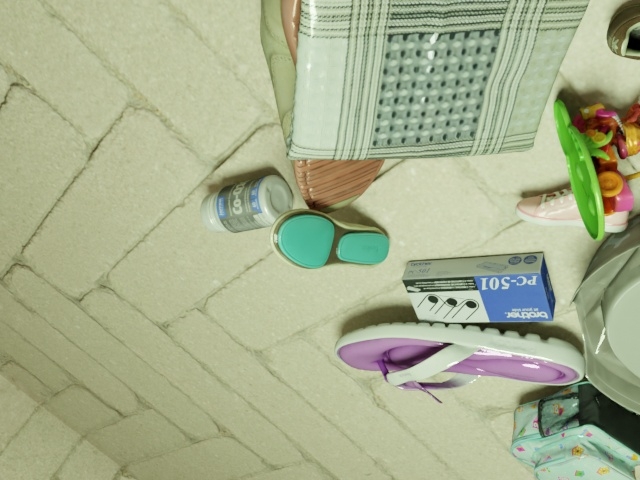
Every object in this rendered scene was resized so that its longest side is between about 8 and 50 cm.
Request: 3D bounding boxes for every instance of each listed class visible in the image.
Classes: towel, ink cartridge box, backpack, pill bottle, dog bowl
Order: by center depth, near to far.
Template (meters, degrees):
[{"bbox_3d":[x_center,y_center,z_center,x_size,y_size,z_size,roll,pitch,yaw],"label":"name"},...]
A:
[{"bbox_3d":[0.128,-0.212,0.619,0.312,0.056,0.324,-3,134,-12],"label":"towel"},{"bbox_3d":[0.494,0.094,0.773,0.348,0.102,0.349,14,133,15],"label":"dog bowl"},{"bbox_3d":[0.236,0.075,0.931,0.207,0.046,0.097,-5,127,31],"label":"ink cartridge box"},{"bbox_3d":[-0.119,-0.054,0.979,0.137,0.078,0.078,-10,123,33],"label":"pill bottle"},{"bbox_3d":[0.405,0.326,0.997,0.166,0.144,0.188,30,147,-20],"label":"backpack"}]

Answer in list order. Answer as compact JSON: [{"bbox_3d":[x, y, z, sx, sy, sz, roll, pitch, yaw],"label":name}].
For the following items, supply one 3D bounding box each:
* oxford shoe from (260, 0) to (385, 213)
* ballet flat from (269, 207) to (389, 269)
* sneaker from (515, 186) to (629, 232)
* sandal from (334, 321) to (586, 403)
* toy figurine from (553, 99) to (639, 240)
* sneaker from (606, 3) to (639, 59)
[{"bbox_3d":[0.004,-0.195,0.780,0.146,0.140,0.397,56,160,34],"label":"oxford shoe"},{"bbox_3d":[0.000,0.000,0.893,0.086,0.086,0.248,-18,159,38],"label":"ballet flat"},{"bbox_3d":[0.315,-0.054,0.773,0.134,0.051,0.070,9,126,22],"label":"sneaker"},{"bbox_3d":[0.201,0.206,0.998,0.416,0.102,0.169,-5,145,30],"label":"sandal"},{"bbox_3d":[0.356,-0.100,0.670,0.159,0.173,0.130,-15,151,14],"label":"toy figurine"},{"bbox_3d":[0.378,-0.194,0.597,0.188,0.071,0.066,4,130,25],"label":"sneaker"}]
